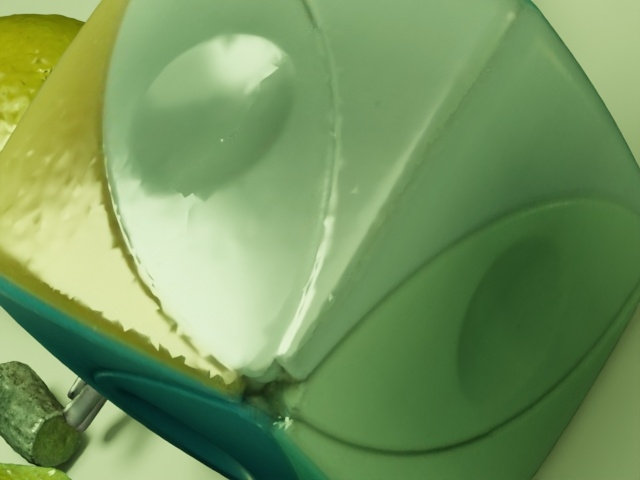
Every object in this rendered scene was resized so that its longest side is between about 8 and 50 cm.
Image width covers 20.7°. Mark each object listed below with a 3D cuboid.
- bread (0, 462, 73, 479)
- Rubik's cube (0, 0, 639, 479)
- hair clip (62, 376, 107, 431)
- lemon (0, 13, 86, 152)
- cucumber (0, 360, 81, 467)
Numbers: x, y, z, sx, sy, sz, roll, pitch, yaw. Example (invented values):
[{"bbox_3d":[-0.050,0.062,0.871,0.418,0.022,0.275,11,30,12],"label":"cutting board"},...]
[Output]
[{"bbox_3d":[-0.284,0.289,1.491,0.228,0.033,0.228,-21,46,23],"label":"bread"},{"bbox_3d":[0.000,0.000,1.280,0.352,0.351,0.347,23,73,39],"label":"Rubik's cube"},{"bbox_3d":[-0.133,0.042,1.514,0.090,0.137,0.278,21,80,0],"label":"hair clip"},{"bbox_3d":[-0.272,-0.083,1.635,0.310,0.258,0.258,4,57,35],"label":"lemon"},{"bbox_3d":[-0.260,0.158,1.564,0.064,0.064,0.112,-44,42,-5],"label":"cucumber"}]
